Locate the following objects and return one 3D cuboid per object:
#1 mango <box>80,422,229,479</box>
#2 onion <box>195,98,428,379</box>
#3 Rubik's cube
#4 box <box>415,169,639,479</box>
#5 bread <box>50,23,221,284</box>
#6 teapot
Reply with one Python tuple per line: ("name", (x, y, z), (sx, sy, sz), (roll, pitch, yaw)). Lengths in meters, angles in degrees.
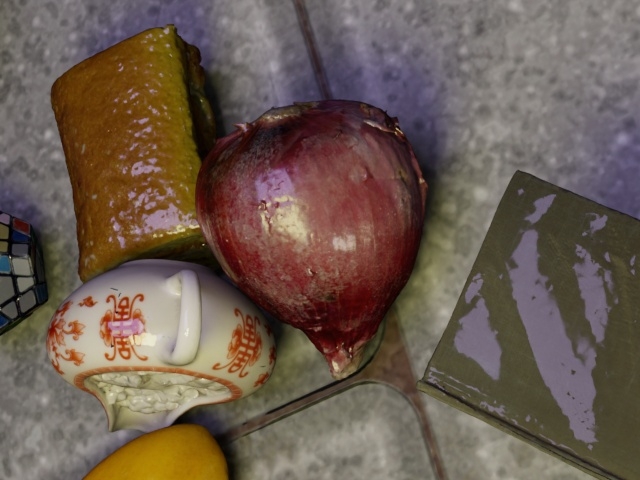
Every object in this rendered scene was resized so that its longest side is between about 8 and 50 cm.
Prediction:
("mango", (-0.131, 0.231, 1.342), (0.144, 0.112, 0.219), (14, 75, 33))
("onion", (0.000, 0.000, 1.292), (0.159, 0.159, 0.195), (-5, 106, 30))
("Rubik's cube", (-0.264, 0.028, 1.471), (0.093, 0.111, 0.111), (27, 94, 58))
("box", (0.210, 0.080, 1.138), (0.231, 0.155, 0.149), (25, 90, 34))
("bread", (-0.129, -0.054, 1.400), (0.132, 0.103, 0.172), (-23, 67, 24))
("teapot", (-0.109, 0.069, 1.314), (0.159, 0.245, 0.116), (16, 75, -2))
